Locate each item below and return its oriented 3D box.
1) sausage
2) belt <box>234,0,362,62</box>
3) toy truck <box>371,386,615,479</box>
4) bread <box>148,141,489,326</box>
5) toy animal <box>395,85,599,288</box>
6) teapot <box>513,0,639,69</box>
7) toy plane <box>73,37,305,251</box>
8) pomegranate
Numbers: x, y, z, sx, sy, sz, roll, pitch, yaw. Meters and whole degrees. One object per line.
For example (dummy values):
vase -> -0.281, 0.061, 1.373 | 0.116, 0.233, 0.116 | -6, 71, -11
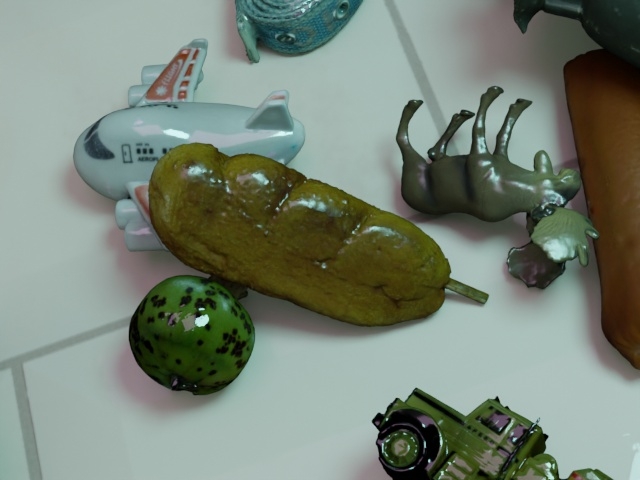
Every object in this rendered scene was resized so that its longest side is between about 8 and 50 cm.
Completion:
sausage -> 0.297, -0.050, 1.050 | 0.097, 0.094, 0.349 | -6, 63, 6
belt -> -0.022, -0.294, 1.240 | 0.147, 0.082, 0.163 | -8, 62, 12
toy truck -> 0.168, 0.210, 0.932 | 0.257, 0.127, 0.127 | 27, 77, 23
bread -> 0.001, 0.001, 1.053 | 0.344, 0.124, 0.084 | 19, 23, -10
toy animal -> 0.172, -0.048, 1.066 | 0.214, 0.093, 0.186 | -3, 80, 40
teapot -> 0.293, -0.295, 0.997 | 0.285, 0.305, 0.223 | 15, 46, 9
toy plane -> -0.138, -0.098, 1.151 | 0.252, 0.118, 0.252 | -6, 62, 11
pomegranate -> -0.114, 0.078, 1.066 | 0.122, 0.122, 0.161 | 17, 46, 19
